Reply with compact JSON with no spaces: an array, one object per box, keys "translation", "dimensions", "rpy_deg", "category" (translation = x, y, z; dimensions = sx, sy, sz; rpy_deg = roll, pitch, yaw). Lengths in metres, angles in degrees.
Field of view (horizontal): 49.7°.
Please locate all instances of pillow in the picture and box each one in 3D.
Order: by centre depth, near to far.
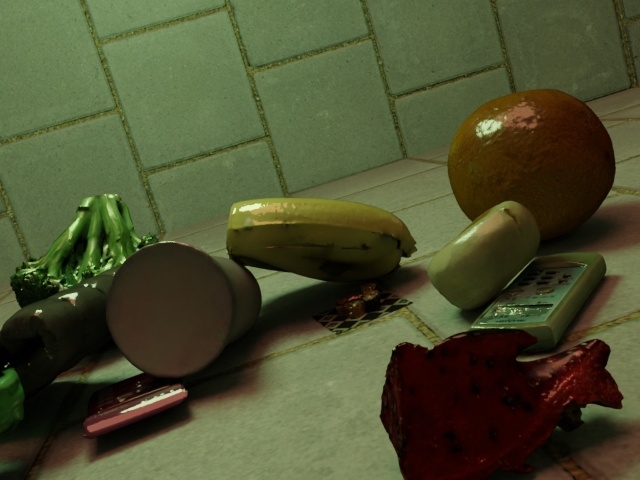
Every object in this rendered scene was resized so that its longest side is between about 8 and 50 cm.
[{"translation":[-0.400,0.158,0.971],"dimensions":[0.326,0.101,0.228],"rpy_deg":[-32,3,26],"category":"pillow"}]

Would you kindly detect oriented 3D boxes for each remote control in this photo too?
[{"translation":[0.261,0.067,0.814],"dimensions":[0.098,0.038,0.233],"rpy_deg":[-9,14,39],"category":"remote control"}]

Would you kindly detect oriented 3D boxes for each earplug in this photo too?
[{"translation":[-0.160,0.091,1.009],"dimensions":[0.172,0.173,0.301],"rpy_deg":[-14,-4,11],"category":"earplug"}]

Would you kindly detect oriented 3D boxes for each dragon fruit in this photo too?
[{"translation":[0.140,0.117,0.561],"dimensions":[0.192,0.123,0.092],"rpy_deg":[-20,-4,-3],"category":"dragon fruit"}]

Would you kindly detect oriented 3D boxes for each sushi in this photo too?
[{"translation":[0.055,0.092,1.023],"dimensions":[0.126,0.026,0.120],"rpy_deg":[-20,12,-17],"category":"sushi"}]

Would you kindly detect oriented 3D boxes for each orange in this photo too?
[{"translation":[0.326,-0.117,1.098],"dimensions":[0.264,0.264,0.264],"rpy_deg":[-16,11,3],"category":"orange"}]

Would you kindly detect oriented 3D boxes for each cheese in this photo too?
[{"translation":[0.000,0.000,1.124],"dimensions":[0.315,0.128,0.259],"rpy_deg":[8,-2,-3],"category":"cheese"}]

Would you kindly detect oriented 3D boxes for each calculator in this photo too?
[{"translation":[-0.235,0.204,0.886],"dimensions":[0.126,0.034,0.190],"rpy_deg":[-20,6,-14],"category":"calculator"}]

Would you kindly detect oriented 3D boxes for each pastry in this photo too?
[{"translation":[0.210,0.018,0.877],"dimensions":[0.156,0.092,0.156],"rpy_deg":[-45,-10,-10],"category":"pastry"}]

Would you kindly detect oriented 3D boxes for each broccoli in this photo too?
[{"translation":[-0.403,0.062,1.262],"dimensions":[0.307,0.275,0.308],"rpy_deg":[-1,-11,0],"category":"broccoli"}]

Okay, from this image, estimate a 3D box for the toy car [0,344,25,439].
[{"translation":[-0.507,0.236,0.792],"dimensions":[0.358,0.177,0.213],"rpy_deg":[-8,15,22],"category":"toy car"}]
